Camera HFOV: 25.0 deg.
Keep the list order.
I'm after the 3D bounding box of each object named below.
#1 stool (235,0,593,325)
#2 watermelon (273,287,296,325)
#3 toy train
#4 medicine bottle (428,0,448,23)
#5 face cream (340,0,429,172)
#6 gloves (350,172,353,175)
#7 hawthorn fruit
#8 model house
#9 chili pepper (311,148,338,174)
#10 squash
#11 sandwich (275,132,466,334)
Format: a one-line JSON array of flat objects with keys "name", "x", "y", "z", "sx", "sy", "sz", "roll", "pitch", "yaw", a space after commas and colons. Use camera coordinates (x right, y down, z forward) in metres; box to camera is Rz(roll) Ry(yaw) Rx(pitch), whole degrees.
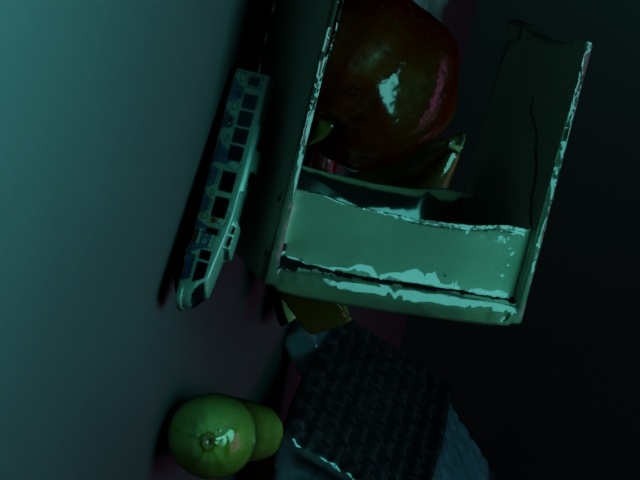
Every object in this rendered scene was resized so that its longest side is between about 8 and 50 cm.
[{"name": "stool", "x": 0.071, "y": -0.083, "z": 1.285, "sx": 0.170, "sy": 0.243, "sz": 0.270, "roll": -137, "pitch": -122, "yaw": -67}, {"name": "watermelon", "x": -0.005, "y": 0.039, "z": 1.694, "sx": 0.125, "sy": 0.094, "sz": 0.135, "roll": -5, "pitch": 106, "yaw": -73}, {"name": "toy train", "x": -0.081, "y": -0.039, "z": 1.205, "sx": 0.043, "sy": 0.047, "sz": 0.208, "roll": 82, "pitch": 23, "yaw": -76}, {"name": "medicine bottle", "x": 0.127, "y": -0.271, "z": 2.020, "sx": 0.090, "sy": 0.090, "sz": 0.217, "roll": 75, "pitch": 31, "yaw": -74}, {"name": "face cream", "x": 0.087, "y": -0.257, "z": 1.811, "sx": 0.163, "sy": 0.080, "sz": 0.337, "roll": -63, "pitch": 166, "yaw": -65}, {"name": "gloves", "x": 0.088, "y": -0.073, "z": 2.104, "sx": 0.119, "sy": 0.097, "sz": 0.229, "roll": -52, "pitch": 157, "yaw": -37}, {"name": "hawthorn fruit", "x": 0.043, "y": -0.147, "z": 1.437, "sx": 0.200, "sy": 0.179, "sz": 0.179, "roll": -55, "pitch": 162, "yaw": -32}, {"name": "model house", "x": 0.016, "y": 0.297, "z": 1.860, "sx": 0.339, "sy": 0.297, "sz": 0.360, "roll": 63, "pitch": 24, "yaw": -18}, {"name": "chili pepper", "x": 0.026, "y": -0.143, "z": 1.718, "sx": 0.059, "sy": 0.050, "sz": 0.191, "roll": 102, "pitch": 6, "yaw": -75}, {"name": "squash", "x": -0.092, "y": 0.189, "z": 1.408, "sx": 0.250, "sy": 0.083, "sz": 0.083, "roll": 42, "pitch": 63, "yaw": -81}, {"name": "sandwich", "x": 0.062, "y": -0.016, "z": 1.524, "sx": 0.128, "sy": 0.235, "sz": 0.122, "roll": 58, "pitch": 20, "yaw": -24}]
